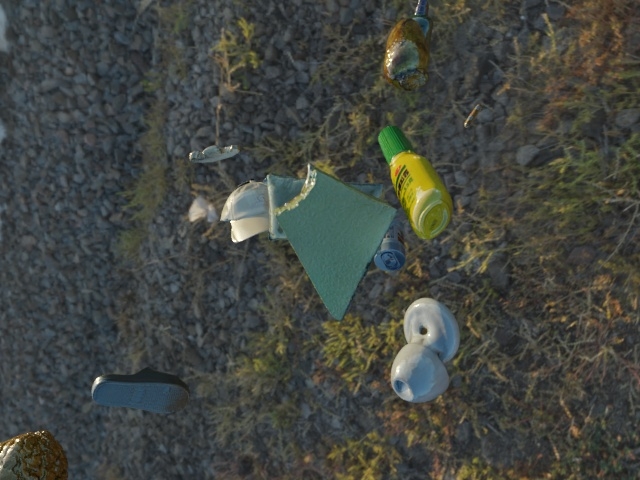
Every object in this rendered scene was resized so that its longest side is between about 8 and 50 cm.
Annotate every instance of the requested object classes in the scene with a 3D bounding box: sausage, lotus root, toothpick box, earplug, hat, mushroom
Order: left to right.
[{"bbox_3d":[-0.188,-0.157,0.999,0.101,0.049,0.019,-9,85,14],"label":"mushroom"},{"bbox_3d":[-0.183,-0.092,1.628,0.226,0.219,0.164,-144,45,-74],"label":"hat"},{"bbox_3d":[0.225,0.012,1.807,0.101,0.153,0.101,3,134,4],"label":"toothpick box"},{"bbox_3d":[0.175,-0.394,1.141,0.108,0.094,0.191,128,149,-53],"label":"lotus root"},{"bbox_3d":[0.321,0.343,1.740,0.214,0.175,0.326,-9,62,53],"label":"earplug"},{"bbox_3d":[0.349,-0.286,1.272,0.015,0.100,0.015,23,141,20],"label":"sausage"}]

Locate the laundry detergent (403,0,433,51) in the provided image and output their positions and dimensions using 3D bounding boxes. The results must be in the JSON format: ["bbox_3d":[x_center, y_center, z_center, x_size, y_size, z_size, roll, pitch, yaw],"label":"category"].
[{"bbox_3d":[0.286,-0.632,1.729,0.144,0.078,0.222,30,120,48],"label":"laundry detergent"}]

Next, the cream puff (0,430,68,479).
[{"bbox_3d":[-0.473,0.383,0.914,0.103,0.126,0.144,-8,110,-2],"label":"cream puff"}]

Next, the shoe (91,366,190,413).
[{"bbox_3d":[-0.445,0.361,1.397,0.108,0.240,0.093,-63,31,22],"label":"shoe"}]

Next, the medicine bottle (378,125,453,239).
[{"bbox_3d":[0.149,-0.110,0.917,0.261,0.064,0.095,-104,14,-50],"label":"medicine bottle"}]

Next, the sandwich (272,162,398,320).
[{"bbox_3d":[0.000,0.000,1.067,0.212,0.063,0.245,26,97,-11],"label":"sandwich"}]

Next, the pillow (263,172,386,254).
[{"bbox_3d":[0.005,-0.066,1.368,0.302,0.075,0.185,7,116,11],"label":"pillow"}]
